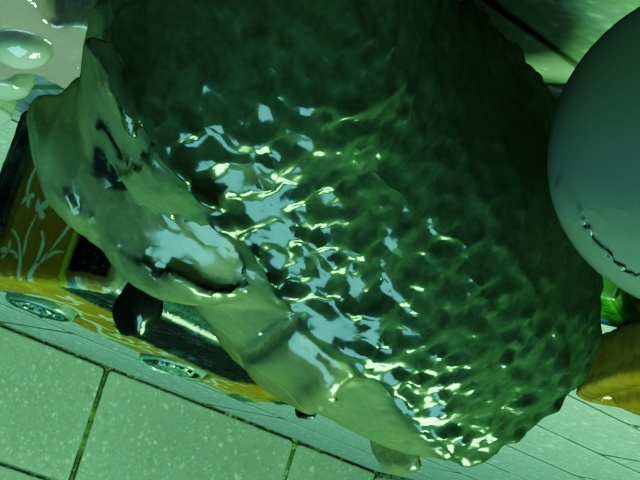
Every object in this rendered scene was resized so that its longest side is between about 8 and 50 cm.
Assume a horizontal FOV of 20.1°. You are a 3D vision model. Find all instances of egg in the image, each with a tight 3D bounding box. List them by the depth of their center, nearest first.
[{"bbox_3d":[0.183,-0.042,0.771,0.146,0.146,0.199,22,160,-24],"label":"egg"}]

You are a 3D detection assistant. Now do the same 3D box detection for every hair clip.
[{"bbox_3d":[-0.224,-0.127,1.175,0.146,0.075,0.257,31,158,-34],"label":"hair clip"}]

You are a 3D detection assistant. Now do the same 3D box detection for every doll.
[{"bbox_3d":[0.002,-0.029,0.881,0.247,0.247,0.349,11,154,27],"label":"doll"}]

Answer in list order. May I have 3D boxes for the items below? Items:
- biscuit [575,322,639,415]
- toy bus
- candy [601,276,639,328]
[{"bbox_3d":[0.407,0.117,1.266,0.455,0.078,0.350,5,164,14],"label":"biscuit"},{"bbox_3d":[-0.098,0.023,1.471,0.194,0.162,0.323,1,159,46],"label":"toy bus"},{"bbox_3d":[0.137,0.007,1.291,0.194,0.062,0.097,14,169,22],"label":"candy"}]
